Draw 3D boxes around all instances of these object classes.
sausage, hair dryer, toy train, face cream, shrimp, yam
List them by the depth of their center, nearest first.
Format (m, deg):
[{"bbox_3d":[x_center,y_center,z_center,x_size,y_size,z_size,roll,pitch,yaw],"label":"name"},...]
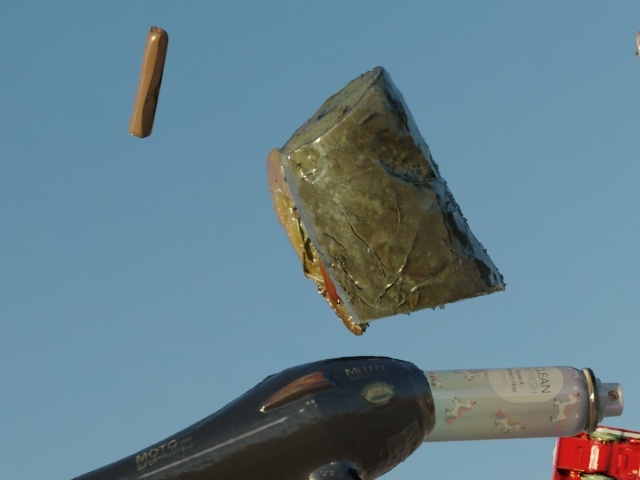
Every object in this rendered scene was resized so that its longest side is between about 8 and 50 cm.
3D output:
[{"bbox_3d":[0.002,0.232,1.446,0.303,0.359,0.120,-16,-49,-23],"label":"hair dryer"},{"bbox_3d":[0.059,-0.025,1.883,0.154,0.254,0.154,-27,10,5],"label":"yam"},{"bbox_3d":[0.191,0.165,1.962,0.229,0.075,0.075,-2,-23,-8],"label":"face cream"},{"bbox_3d":[-0.176,-0.163,1.987,0.026,0.026,0.116,-2,-65,-36],"label":"sausage"},{"bbox_3d":[0.376,0.270,2.312,0.204,0.083,0.131,10,-7,-1],"label":"toy train"},{"bbox_3d":[0.000,0.001,2.506,0.061,0.267,0.145,-21,-1,-16],"label":"shrimp"}]

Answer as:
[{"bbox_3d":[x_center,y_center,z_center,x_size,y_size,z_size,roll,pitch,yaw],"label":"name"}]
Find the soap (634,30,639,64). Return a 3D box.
[{"bbox_3d":[0.496,-0.129,2.591,0.107,0.285,0.296,-10,-5,13],"label":"soap"}]
